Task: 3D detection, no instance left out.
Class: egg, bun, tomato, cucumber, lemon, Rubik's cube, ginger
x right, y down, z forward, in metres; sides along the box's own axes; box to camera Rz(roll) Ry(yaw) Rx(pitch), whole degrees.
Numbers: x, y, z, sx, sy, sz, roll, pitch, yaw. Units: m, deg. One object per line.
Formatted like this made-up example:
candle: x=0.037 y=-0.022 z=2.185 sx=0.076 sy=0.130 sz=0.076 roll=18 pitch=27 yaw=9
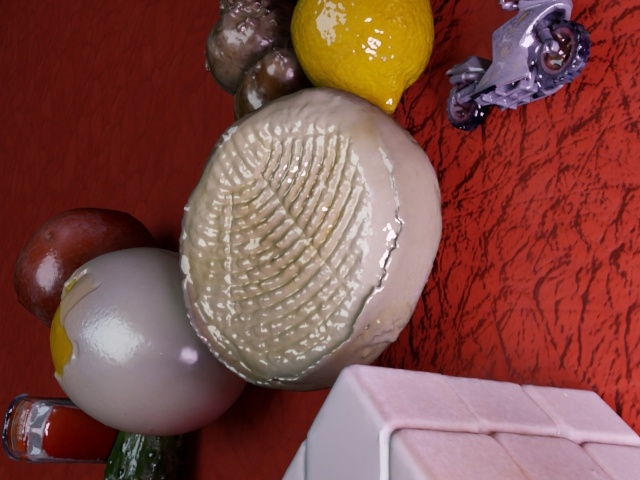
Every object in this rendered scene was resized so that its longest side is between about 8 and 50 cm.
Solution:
egg: x=-0.245 y=0.155 z=1.398 sx=0.345 sy=0.283 sz=0.282 roll=17 pitch=94 yaw=47
bun: x=0.002 y=0.004 z=1.149 sx=0.364 sy=0.202 sz=0.364 roll=-9 pitch=76 yaw=40
tomato: x=-0.404 y=0.060 z=1.681 sx=0.265 sy=0.265 sz=0.264 roll=-22 pitch=62 yaw=51
cucumber: x=-0.273 y=0.332 z=1.527 sx=0.134 sy=0.134 sz=0.244 roll=-8 pitch=62 yaw=54
lemon: x=0.052 y=-0.271 z=1.180 sx=0.187 sy=0.187 sz=0.244 roll=-36 pitch=67 yaw=45
Rubik's cube: x=0.140 y=0.324 z=0.755 sx=0.318 sy=0.316 sz=0.321 roll=52 pitch=123 yaw=49
ginger: x=-0.068 y=-0.241 z=1.339 sx=0.256 sy=0.176 sz=0.375 roll=104 pitch=152 yaw=-66

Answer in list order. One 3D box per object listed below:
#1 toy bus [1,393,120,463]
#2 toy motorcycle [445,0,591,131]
toy bus: x=-0.392 y=0.323 z=1.581 sx=0.120 sy=0.265 sz=0.121 roll=-4 pitch=77 yaw=47
toy motorcycle: x=0.207 y=-0.204 z=1.032 sx=0.215 sy=0.080 sz=0.122 roll=-23 pitch=61 yaw=55
